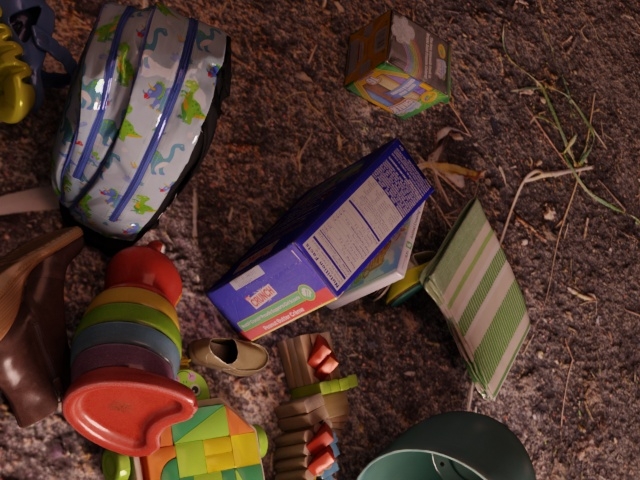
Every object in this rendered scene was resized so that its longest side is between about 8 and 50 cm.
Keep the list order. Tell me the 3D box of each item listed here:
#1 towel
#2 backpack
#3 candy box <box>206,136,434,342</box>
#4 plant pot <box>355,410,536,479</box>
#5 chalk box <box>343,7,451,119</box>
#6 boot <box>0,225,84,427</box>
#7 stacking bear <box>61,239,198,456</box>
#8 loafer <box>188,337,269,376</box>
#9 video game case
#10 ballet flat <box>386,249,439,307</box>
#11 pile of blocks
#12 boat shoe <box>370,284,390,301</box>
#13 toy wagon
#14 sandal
[{"bbox_3d":[0.312,0.118,1.993,0.248,0.038,0.324,-53,124,-37],"label":"towel"},{"bbox_3d":[-0.257,-0.180,1.464,0.273,0.356,0.290,33,57,-26],"label":"backpack"},{"bbox_3d":[0.000,0.000,1.671,0.122,0.268,0.317,52,50,-8],"label":"candy box"},{"bbox_3d":[0.230,0.424,1.716,0.293,0.293,0.235,62,33,-5],"label":"plant pot"},{"bbox_3d":[0.171,-0.336,2.025,0.213,0.132,0.132,25,59,-32],"label":"chalk box"},{"bbox_3d":[-0.391,0.116,1.452,0.248,0.090,0.206,-47,120,-44],"label":"boot"},{"bbox_3d":[-0.266,0.130,1.461,0.164,0.175,0.289,25,41,-24],"label":"stacking bear"},{"bbox_3d":[-0.139,0.185,1.636,0.148,0.050,0.056,9,69,-37],"label":"loafer"},{"bbox_3d":[0.097,0.010,1.785,0.023,0.212,0.193,32,57,-21],"label":"video game case"},{"bbox_3d":[0.184,0.064,1.942,0.231,0.077,0.077,-20,68,-45],"label":"ballet flat"},{"bbox_3d":[0.004,0.310,1.671,0.149,0.113,0.362,22,62,-33],"label":"pile of blocks"},{"bbox_3d":[0.112,0.059,1.893,0.038,0.046,0.125,44,49,-20],"label":"boat shoe"},{"bbox_3d":[-0.192,0.336,1.528,0.267,0.068,0.344,-1,75,-40],"label":"toy wagon"},{"bbox_3d":[-0.458,-0.334,1.518,0.138,0.126,0.317,-19,96,-45],"label":"sandal"}]
